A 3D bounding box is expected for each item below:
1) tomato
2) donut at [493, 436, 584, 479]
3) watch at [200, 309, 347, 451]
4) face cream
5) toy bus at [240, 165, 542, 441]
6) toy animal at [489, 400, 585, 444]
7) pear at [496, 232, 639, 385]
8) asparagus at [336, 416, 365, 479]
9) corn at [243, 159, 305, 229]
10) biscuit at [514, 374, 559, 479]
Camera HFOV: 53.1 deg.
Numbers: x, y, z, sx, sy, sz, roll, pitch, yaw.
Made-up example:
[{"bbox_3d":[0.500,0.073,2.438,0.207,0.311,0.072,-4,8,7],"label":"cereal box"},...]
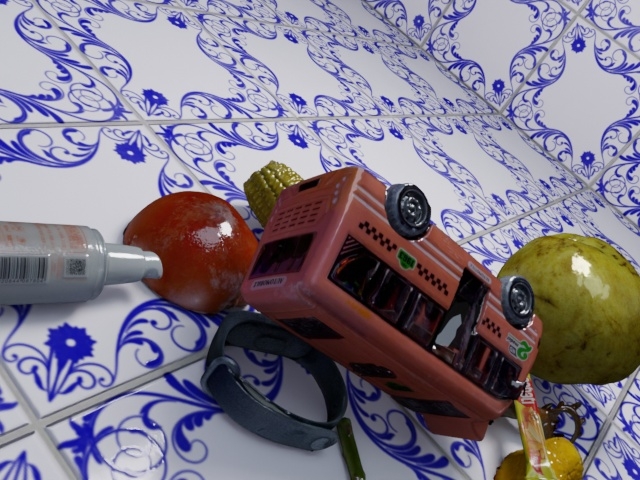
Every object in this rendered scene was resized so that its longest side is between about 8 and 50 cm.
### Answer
[{"bbox_3d":[-0.182,0.001,0.970,0.228,0.112,0.199,31,32,-1],"label":"tomato"},{"bbox_3d":[0.345,0.410,0.932,0.152,0.101,0.259,5,45,-32],"label":"donut"},{"bbox_3d":[-0.062,0.185,0.869,0.206,0.068,0.193,20,32,-28],"label":"watch"},{"bbox_3d":[-0.318,0.029,0.801,0.252,0.101,0.101,3,43,-43],"label":"face cream"},{"bbox_3d":[0.114,0.095,0.906,0.427,0.203,0.233,37,64,-26],"label":"toy bus"},{"bbox_3d":[0.325,0.266,1.116,0.260,0.087,0.243,-3,48,-42],"label":"toy animal"},{"bbox_3d":[0.473,0.130,1.232,0.304,0.304,0.304,25,31,-17],"label":"pear"},{"bbox_3d":[0.058,0.334,0.816,0.024,0.025,0.248,31,26,-37],"label":"asparagus"},{"bbox_3d":[0.000,0.000,1.125,0.344,0.131,0.131,47,32,17],"label":"corn"},{"bbox_3d":[0.327,0.275,1.012,0.048,0.026,0.292,0,27,9],"label":"biscuit"}]
